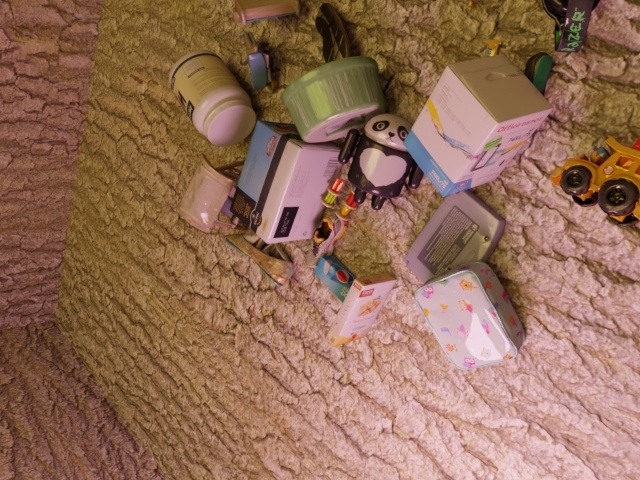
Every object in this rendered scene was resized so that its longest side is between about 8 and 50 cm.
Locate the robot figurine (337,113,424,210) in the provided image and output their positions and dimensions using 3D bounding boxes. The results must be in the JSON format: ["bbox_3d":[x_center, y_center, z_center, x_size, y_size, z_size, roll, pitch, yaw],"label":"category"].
[{"bbox_3d":[0.181,-0.232,1.602,0.173,0.209,0.278,44,122,46],"label":"robot figurine"}]

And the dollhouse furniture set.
[{"bbox_3d":[-0.192,-0.741,1.976,0.303,0.198,0.286,87,166,-45],"label":"dollhouse furniture set"}]

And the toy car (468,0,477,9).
[{"bbox_3d":[0.431,-0.668,1.426,0.060,0.041,0.121,28,112,37],"label":"toy car"}]

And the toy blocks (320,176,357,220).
[{"bbox_3d":[0.081,-0.156,1.770,0.123,0.054,0.148,41,121,13],"label":"toy blocks"}]

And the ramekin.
[{"bbox_3d":[0.050,-0.409,1.633,0.304,0.304,0.148,-22,85,41],"label":"ramekin"}]

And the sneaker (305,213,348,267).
[{"bbox_3d":[0.000,0.000,1.845,0.088,0.093,0.225,46,122,30],"label":"sneaker"}]

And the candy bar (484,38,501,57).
[{"bbox_3d":[0.445,-0.451,1.448,0.040,0.018,0.161,20,106,40],"label":"candy bar"}]

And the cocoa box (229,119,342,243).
[{"bbox_3d":[-0.116,-0.199,1.838,0.228,0.232,0.346,38,118,34],"label":"cocoa box"}]

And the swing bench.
[{"bbox_3d":[-0.363,-0.170,2.052,0.165,0.255,0.253,52,125,26],"label":"swing bench"}]

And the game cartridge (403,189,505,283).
[{"bbox_3d":[0.375,0.012,1.531,0.196,0.060,0.294,51,125,31],"label":"game cartridge"}]

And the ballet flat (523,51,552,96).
[{"bbox_3d":[0.521,-0.364,1.360,0.074,0.074,0.203,25,116,39],"label":"ballet flat"}]

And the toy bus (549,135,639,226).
[{"bbox_3d":[0.661,-0.157,1.204,0.220,0.150,0.211,37,104,37],"label":"toy bus"}]

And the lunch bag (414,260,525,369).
[{"bbox_3d":[0.392,0.198,1.460,0.224,0.108,0.279,-28,90,42],"label":"lunch bag"}]

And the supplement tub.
[{"bbox_3d":[-0.408,-0.538,2.073,0.324,0.236,0.235,55,126,25],"label":"supplement tub"}]

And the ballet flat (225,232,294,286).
[{"bbox_3d":[-0.221,0.042,2.052,0.349,0.123,0.123,36,117,35],"label":"ballet flat"}]

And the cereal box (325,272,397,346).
[{"bbox_3d":[0.127,0.213,1.695,0.047,0.173,0.240,42,121,32],"label":"cereal box"}]

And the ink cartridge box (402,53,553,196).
[{"bbox_3d":[0.377,-0.282,1.346,0.197,0.198,0.270,59,150,22],"label":"ink cartridge box"}]

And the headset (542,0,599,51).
[{"bbox_3d":[0.542,-0.607,1.207,0.186,0.243,0.393,8,69,16],"label":"headset"}]

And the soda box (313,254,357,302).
[{"bbox_3d":[0.074,0.141,1.808,0.210,0.067,0.071,45,121,30],"label":"soda box"}]

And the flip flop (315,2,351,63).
[{"bbox_3d":[0.053,-0.654,1.757,0.112,0.080,0.276,-46,49,40],"label":"flip flop"}]
